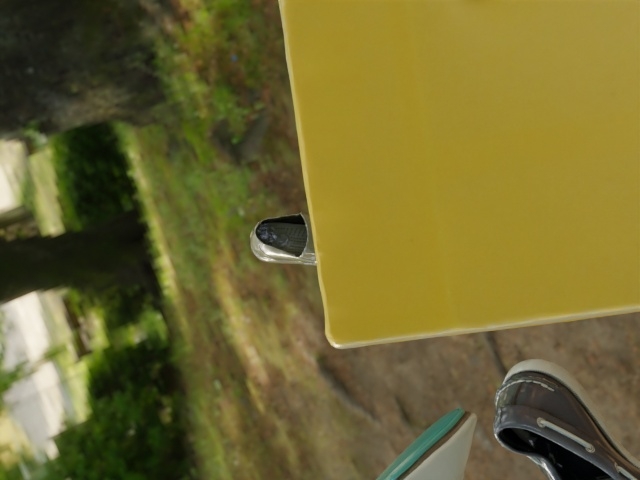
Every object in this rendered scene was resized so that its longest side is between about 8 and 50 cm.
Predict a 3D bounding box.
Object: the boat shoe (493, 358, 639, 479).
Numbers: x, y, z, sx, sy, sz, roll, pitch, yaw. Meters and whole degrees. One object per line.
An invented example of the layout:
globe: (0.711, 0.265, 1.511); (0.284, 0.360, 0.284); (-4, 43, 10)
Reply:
boat shoe: (0.185, 0.172, 0.889); (0.206, 0.065, 0.075); (48, 129, -7)

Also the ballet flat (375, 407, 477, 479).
ballet flat: (0.083, 0.371, 1.723); (0.139, 0.400, 0.139); (33, 141, 31)

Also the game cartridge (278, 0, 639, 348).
game cartridge: (0.141, -0.117, 0.521); (0.053, 0.324, 0.285); (-5, -93, -78)

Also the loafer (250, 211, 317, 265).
loafer: (0.000, 0.000, 1.309); (0.050, 0.148, 0.056); (36, -130, -75)
